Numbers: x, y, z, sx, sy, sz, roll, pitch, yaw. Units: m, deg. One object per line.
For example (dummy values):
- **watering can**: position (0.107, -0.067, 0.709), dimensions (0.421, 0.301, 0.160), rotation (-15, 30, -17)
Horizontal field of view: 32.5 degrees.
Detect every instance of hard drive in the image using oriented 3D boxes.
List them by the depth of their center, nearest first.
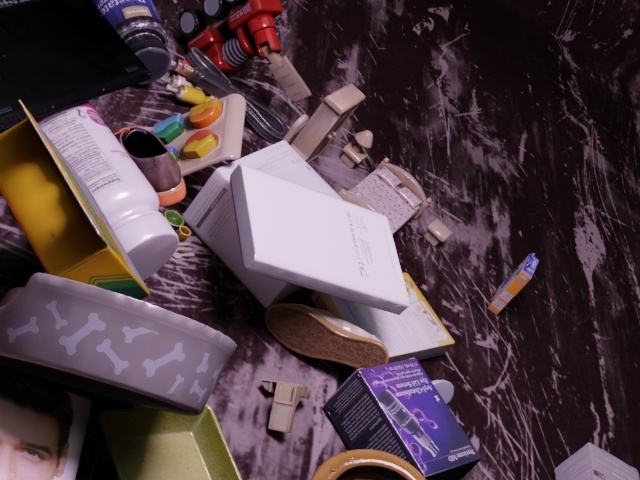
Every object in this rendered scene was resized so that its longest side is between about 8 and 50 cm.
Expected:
- **hard drive**: position (0.000, 0.000, 1.812), dimensions (0.307, 0.040, 0.203), rotation (18, 43, -32)

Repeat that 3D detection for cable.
- **cable**: position (-0.192, -0.285, 2.203), dimensions (0.287, 0.072, 0.140), rotation (30, 35, -32)

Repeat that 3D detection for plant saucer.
- **plant saucer**: position (-0.202, 0.316, 1.489), dimensions (0.188, 0.045, 0.188), rotation (3, 48, -42)

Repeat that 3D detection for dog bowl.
- **dog bowl**: position (-0.285, 0.134, 1.392), dimensions (0.348, 0.348, 0.102), rotation (21, 75, -25)

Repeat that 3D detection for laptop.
- **laptop**: position (-0.560, -0.302, 1.737), dimensions (0.408, 0.236, 0.382), rotation (50, 35, 4)

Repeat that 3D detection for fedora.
- **fedora**: position (0.072, 0.397, 1.607), dimensions (0.194, 0.079, 0.194), rotation (7, 46, -8)

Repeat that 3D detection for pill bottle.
- **pill bottle**: position (-0.350, -0.072, 1.694), dimensions (0.160, 0.160, 0.283), rotation (-15, 62, -51)
- **pill bottle**: position (-0.364, -0.407, 2.105), dimensions (0.122, 0.123, 0.219), rotation (4, 47, -41)

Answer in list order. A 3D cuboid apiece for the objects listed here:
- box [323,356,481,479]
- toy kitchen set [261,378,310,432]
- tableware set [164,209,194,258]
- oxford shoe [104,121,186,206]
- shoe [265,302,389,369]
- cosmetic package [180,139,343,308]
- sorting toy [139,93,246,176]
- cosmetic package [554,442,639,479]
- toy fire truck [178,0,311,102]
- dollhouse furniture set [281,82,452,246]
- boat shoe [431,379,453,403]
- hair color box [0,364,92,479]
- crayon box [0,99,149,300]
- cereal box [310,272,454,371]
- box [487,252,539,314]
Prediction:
- **box**: position (0.130, 0.307, 1.759), dimensions (0.153, 0.108, 0.207), rotation (-6, 53, -47)
- **toy kitchen set**: position (-0.063, 0.257, 1.710), dimensions (0.068, 0.075, 0.083), rotation (8, -10, 17)
- **tableware set**: position (-0.279, -0.016, 1.820), dimensions (0.154, 0.024, 0.104), rotation (0, 50, -43)
- **oxford shoe**: position (-0.309, -0.155, 1.816), dimensions (0.096, 0.098, 0.271), rotation (-28, 41, -29)
- **shoe**: position (0.011, 0.161, 1.834), dimensions (0.219, 0.077, 0.058), rotation (23, 14, 3)
- **cosmetic package**: position (-0.078, -0.034, 1.932), dimensions (0.225, 0.138, 0.224), rotation (47, 34, 8)
- **sorting toy**: position (-0.235, -0.176, 1.913), dimensions (0.193, 0.208, 0.038), rotation (-89, 158, -50)
- **cosmetic package**: position (0.488, 0.485, 1.899), dimensions (0.127, 0.107, 0.238), rotation (31, 31, -18)
- **toy fire truck**: position (-0.143, -0.385, 2.236), dimensions (0.158, 0.217, 0.246), rotation (-9, 78, -49)
- **dollhouse furniture set**: position (0.111, -0.118, 2.176), dimensions (0.355, 0.174, 0.303), rotation (43, 34, 6)
- **boat shoe**: position (0.179, 0.264, 1.913), dimensions (0.040, 0.049, 0.142), rotation (16, 8, 42)
- **hair color box**: position (-0.394, 0.318, 1.244), dimensions (0.185, 0.114, 0.375), rotation (25, 35, -20)
- **crayon box**: position (-0.332, -0.026, 1.426), dimensions (0.203, 0.083, 0.323), rotation (57, -7, 14)
- **cereal box**: position (0.114, 0.144, 1.985), dimensions (0.240, 0.047, 0.173), rotation (-5, 54, -45)
- **box**: position (0.399, 0.085, 2.245), dimensions (0.028, 0.136, 0.081), rotation (39, 34, 0)
